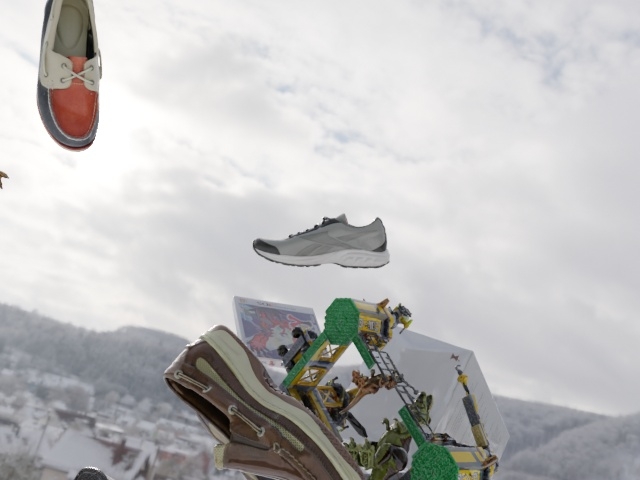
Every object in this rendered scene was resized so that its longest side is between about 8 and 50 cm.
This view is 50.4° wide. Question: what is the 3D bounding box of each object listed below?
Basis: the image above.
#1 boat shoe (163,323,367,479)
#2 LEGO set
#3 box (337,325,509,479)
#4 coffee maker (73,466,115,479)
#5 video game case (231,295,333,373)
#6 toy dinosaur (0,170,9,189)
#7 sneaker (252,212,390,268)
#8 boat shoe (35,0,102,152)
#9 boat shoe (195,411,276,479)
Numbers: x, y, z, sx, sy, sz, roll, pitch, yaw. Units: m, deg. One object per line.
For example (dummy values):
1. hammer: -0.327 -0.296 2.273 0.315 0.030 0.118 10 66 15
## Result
1. boat shoe: -0.061 0.196 0.663 0.257 0.095 0.095 38 -32 33
2. LEGO set: 0.097 0.238 0.846 0.192 0.254 0.331 15 23 -42
3. box: 0.183 0.334 1.178 0.168 0.215 0.345 15 -29 35
4. coffee maker: -0.392 0.520 1.235 0.178 0.171 0.120 49 -7 -39
5. video game case: -0.081 0.188 1.382 0.184 0.023 0.201 11 27 -20
6. toy dinosaur: -0.386 -0.069 0.687 0.064 0.211 0.112 -40 -32 20
7. sneaker: 0.000 0.000 1.343 0.272 0.107 0.100 -1 4 5
8. boat shoe: -0.194 -0.137 0.532 0.049 0.136 0.043 4 -18 -33
9. boat shoe: -0.152 0.500 1.644 0.355 0.130 0.132 47 -14 10
